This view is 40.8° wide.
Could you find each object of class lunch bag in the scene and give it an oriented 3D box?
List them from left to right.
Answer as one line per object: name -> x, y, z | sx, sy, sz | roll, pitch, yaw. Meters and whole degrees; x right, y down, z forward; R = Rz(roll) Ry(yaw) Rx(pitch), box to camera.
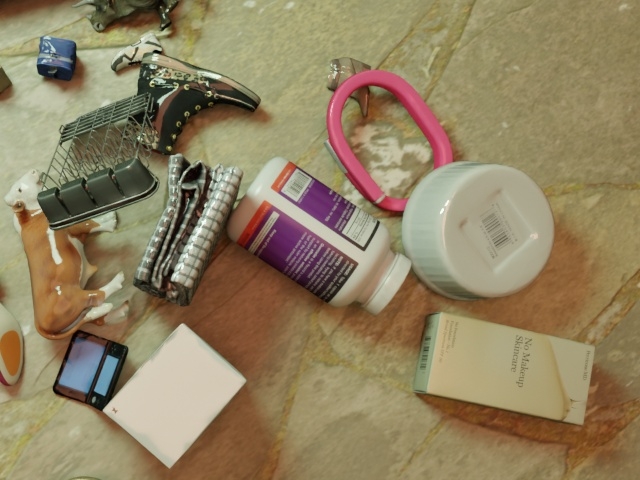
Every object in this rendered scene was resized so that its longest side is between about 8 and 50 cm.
lunch bag -> -0.489, -0.333, 1.592 | 0.067, 0.098, 0.065 | 7, 84, -13

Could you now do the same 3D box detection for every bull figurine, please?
bull figurine -> -0.456, 0.020, 1.547 | 0.189, 0.101, 0.310 | -9, 83, -12

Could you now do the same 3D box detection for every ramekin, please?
ramekin -> 0.307, -0.018, 1.633 | 0.277, 0.135, 0.277 | 0, 91, -18

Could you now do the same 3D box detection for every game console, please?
game console -> -0.413, 0.232, 1.543 | 0.071, 0.107, 0.122 | 25, 78, -34

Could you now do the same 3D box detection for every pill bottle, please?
pill bottle -> 0.000, 0.000, 1.583 | 0.323, 0.181, 0.181 | 34, 78, -3

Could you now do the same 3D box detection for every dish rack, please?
dish rack -> -0.379, -0.151, 1.504 | 0.208, 0.271, 0.074 | -17, 129, 11

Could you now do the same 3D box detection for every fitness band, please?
fitness band -> 0.132, -0.192, 1.671 | 0.209, 0.054, 0.290 | -39, 101, -11

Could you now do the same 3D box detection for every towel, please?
towel -> -0.240, -0.012, 1.494 | 0.121, 0.283, 0.235 | 23, 78, -4

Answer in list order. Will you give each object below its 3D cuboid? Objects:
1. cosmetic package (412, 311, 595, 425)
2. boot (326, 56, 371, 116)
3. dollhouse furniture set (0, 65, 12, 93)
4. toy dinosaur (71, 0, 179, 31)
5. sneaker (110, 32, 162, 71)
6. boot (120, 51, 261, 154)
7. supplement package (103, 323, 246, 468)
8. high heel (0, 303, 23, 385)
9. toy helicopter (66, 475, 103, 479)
cosmetic package -> 0.347, 0.245, 1.641 | 0.310, 0.113, 0.160 | 12, 80, -6
boot -> 0.055, -0.306, 1.709 | 0.087, 0.042, 0.118 | 3, 81, -2
dollhouse furniture set -> -0.736, -0.323, 1.532 | 0.262, 0.135, 0.259 | 46, 78, -1
toy dinosaur -> -0.309, -0.509, 1.634 | 0.160, 0.121, 0.313 | 43, 79, -4
sneaker -> -0.352, -0.354, 1.647 | 0.109, 0.040, 0.043 | -37, 91, -12
boot -> -0.248, -0.238, 1.631 | 0.237, 0.085, 0.178 | 19, 85, -8
supplement package -> -0.250, 0.265, 1.495 | 0.149, 0.203, 0.194 | 42, 79, -1
high heel -> -0.613, 0.147, 1.532 | 0.117, 0.082, 0.244 | -13, 99, 21
toy helicopter -> -0.443, 0.578, 1.458 | 0.235, 0.140, 0.354 | 15, 83, -5
